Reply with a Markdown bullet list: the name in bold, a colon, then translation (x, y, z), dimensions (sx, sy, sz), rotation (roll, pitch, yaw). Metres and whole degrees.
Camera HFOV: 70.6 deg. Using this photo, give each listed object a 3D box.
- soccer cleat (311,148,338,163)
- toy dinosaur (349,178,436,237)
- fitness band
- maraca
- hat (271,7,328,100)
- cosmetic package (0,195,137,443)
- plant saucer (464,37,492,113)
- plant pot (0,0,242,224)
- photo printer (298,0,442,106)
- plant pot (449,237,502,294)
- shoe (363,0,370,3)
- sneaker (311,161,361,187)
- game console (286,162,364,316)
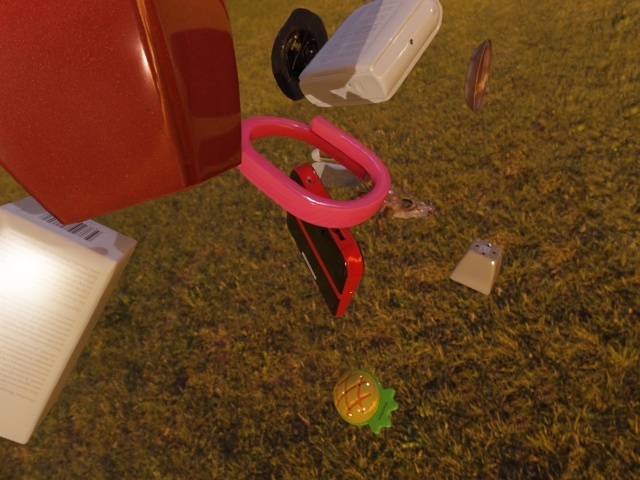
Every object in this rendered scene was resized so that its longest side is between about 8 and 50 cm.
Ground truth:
- **soccer cleat**: translation (0.066, -0.306, 1.613), dimensions (0.197, 0.068, 0.076), rotation (-5, 4, -18)
- **toy dinosaur**: translation (0.234, -0.151, 1.565), dimensions (0.200, 0.295, 0.127), rotation (-41, 0, -20)
- **fitness band**: translation (-0.019, -0.131, 0.779), dimensions (0.291, 0.054, 0.209), rotation (39, 49, 21)
- **maraca**: translation (0.103, 0.375, 1.068), dimensions (0.186, 0.099, 0.127), rotation (12, 77, 49)
- **hat**: translation (-0.037, -0.657, 1.640), dimensions (0.134, 0.330, 0.332), rotation (-3, 16, -42)
- **cosmetic package**: translation (-0.596, 0.160, 0.932), dimensions (0.452, 0.230, 0.161), rotation (-59, 14, 10)
- **plant saucer**: translation (0.436, -0.456, 1.260), dimensions (0.036, 0.198, 0.198), rotation (15, 51, 24)
- **plant pot**: translation (-0.241, -0.167, 0.555), dimensions (0.268, 0.235, 0.267), rotation (-14, 15, 12)
- **photo printer**: translation (0.122, -0.452, 1.053), dimensions (0.256, 0.107, 0.307), rotation (12, 62, 45)
- **plant pot**: translation (0.425, 0.060, 1.205), dimensions (0.109, 0.096, 0.109), rotation (26, 41, 20)
- **shoe**: translation (0.168, -0.879, 1.480), dimensions (0.177, 0.081, 0.063), rotation (-57, 31, 25)
- **sneaker**: translation (0.069, -0.250, 1.717), dimensions (0.235, 0.089, 0.095), rotation (19, 29, 31)
- **game console**: translation (0.000, 0.000, 1.333), dimensions (0.060, 0.341, 0.386), rotation (-19, 62, -17)
